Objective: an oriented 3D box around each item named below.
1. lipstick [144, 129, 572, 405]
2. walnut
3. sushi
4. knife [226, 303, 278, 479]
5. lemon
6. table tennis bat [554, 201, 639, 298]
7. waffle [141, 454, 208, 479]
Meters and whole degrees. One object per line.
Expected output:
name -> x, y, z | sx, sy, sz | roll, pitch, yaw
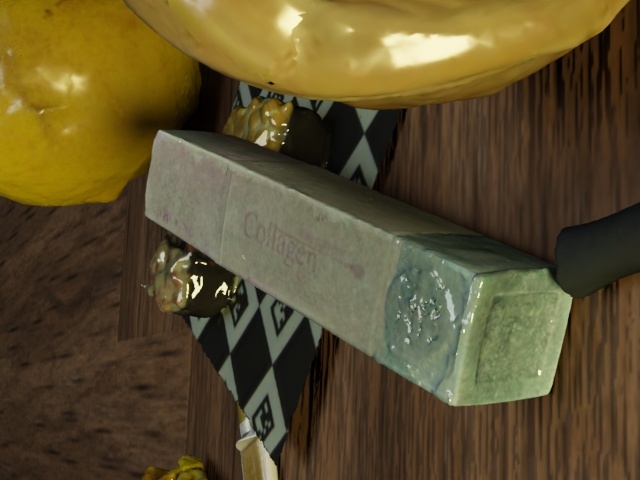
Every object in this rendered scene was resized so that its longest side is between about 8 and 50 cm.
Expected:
lipstick -> 0.000, 0.000, 0.612 | 0.317, 0.068, 0.066 | 26, 112, 51
walnut -> 0.029, -0.188, 0.435 | 0.296, 0.285, 0.285 | 95, 175, -74
sushi -> -0.059, -0.028, 0.806 | 0.292, 0.059, 0.294 | 39, 114, 60
knife -> -0.050, 0.154, 0.805 | 0.046, 0.022, 0.256 | -46, 44, 46
lemon -> -0.238, -0.153, 1.000 | 0.233, 0.288, 0.233 | 25, 138, 25
table tennis bat -> 0.169, -0.021, 0.390 | 0.236, 0.027, 0.150 | -30, 58, 58
waffle -> -0.114, 0.300, 0.864 | 0.249, 0.056, 0.253 | -18, 66, 62
